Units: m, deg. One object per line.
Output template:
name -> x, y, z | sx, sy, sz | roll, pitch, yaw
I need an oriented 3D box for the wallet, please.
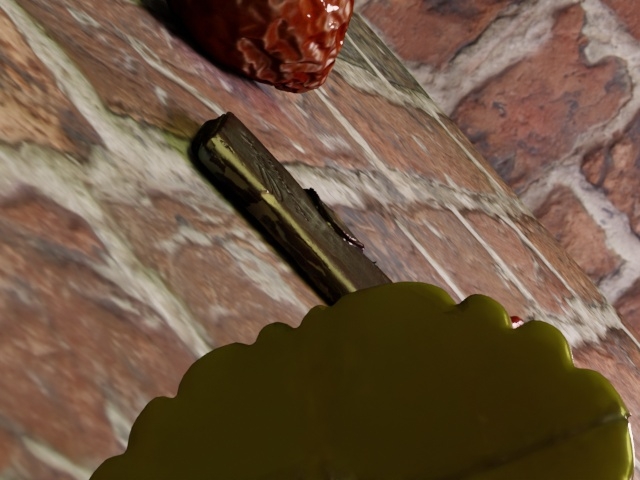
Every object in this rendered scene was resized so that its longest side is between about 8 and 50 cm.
wallet -> 0.000, 0.000, 1.193 | 0.232, 0.031, 0.122 | 46, 13, -8

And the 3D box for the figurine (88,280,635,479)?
figurine -> 0.070, 0.166, 0.605 | 0.315, 0.187, 0.168 | 48, 3, -46

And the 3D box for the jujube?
jujube -> -0.048, -0.216, 1.457 | 0.168, 0.168, 0.236 | 54, -5, 28

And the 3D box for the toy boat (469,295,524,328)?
toy boat -> 0.134, 0.103, 1.265 | 0.069, 0.059, 0.173 | 10, -23, 27
